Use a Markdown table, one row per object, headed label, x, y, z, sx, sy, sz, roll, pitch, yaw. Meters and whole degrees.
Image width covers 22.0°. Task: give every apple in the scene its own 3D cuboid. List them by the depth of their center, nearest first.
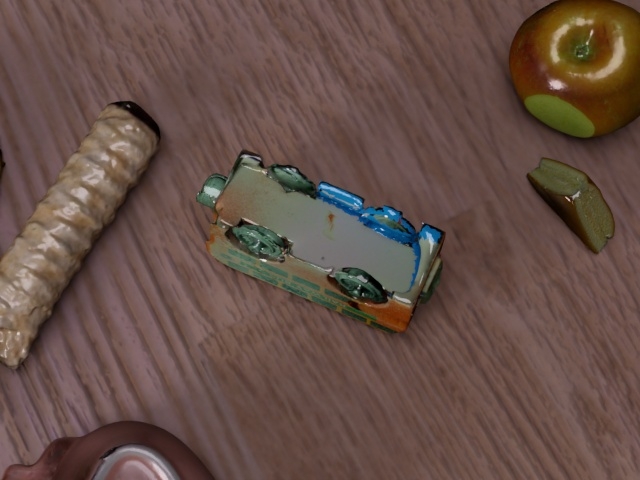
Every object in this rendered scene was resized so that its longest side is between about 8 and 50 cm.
| label | x | y | z | sx | sy | sz | roll | pitch | yaw |
| --- | --- | --- | --- | --- | --- | --- | --- | --- | --- |
| apple | 0.201 | -0.136 | 1.245 | 0.114 | 0.102 | 0.099 | 29 | 80 | 8 |

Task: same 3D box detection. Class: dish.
| label | x | y | z | sx | sy | sz | roll | pitch | yaw |
| --- | --- | --- | --- | --- | --- | --- | --- | --- | --- |
| dish | -0.152 | 0.216 | 1.145 | 0.213 | 0.090 | 0.213 | 3 | 67 | -7 |

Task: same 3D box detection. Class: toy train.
| label | x | y | z | sx | sy | sz | roll | pitch | yaw |
| --- | --- | --- | --- | --- | --- | --- | --- | --- | --- |
| toy train | 0.000 | 0.000 | 1.216 | 0.188 | 0.099 | 0.072 | 23 | 75 | 7 |

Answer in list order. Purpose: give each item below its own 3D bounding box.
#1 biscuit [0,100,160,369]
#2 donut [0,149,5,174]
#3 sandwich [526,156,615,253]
| label | x | y | z | sx | sy | sz | roll | pitch | yaw |
| --- | --- | --- | --- | --- | --- | --- | --- | --- | --- |
| biscuit | -0.191 | -0.008 | 1.241 | 0.061 | 0.055 | 0.219 | 34 | 79 | -2 |
| donut | -0.315 | -0.058 | 1.255 | 0.140 | 0.059 | 0.140 | -1 | 78 | 3 |
| sandwich | 0.194 | -0.032 | 1.250 | 0.031 | 0.044 | 0.083 | -42 | 82 | -14 |
